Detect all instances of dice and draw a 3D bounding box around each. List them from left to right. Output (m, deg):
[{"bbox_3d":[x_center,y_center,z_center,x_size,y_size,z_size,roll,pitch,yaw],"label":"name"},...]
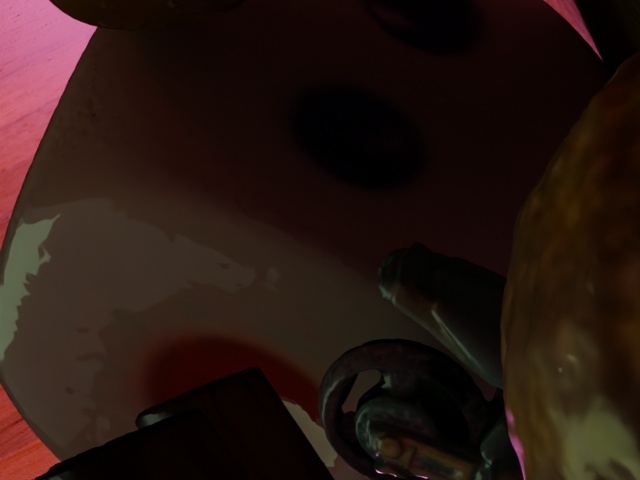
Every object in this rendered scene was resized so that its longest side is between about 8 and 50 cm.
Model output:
[{"bbox_3d":[0.000,0.000,1.143,0.304,0.277,0.304,24,-139,2],"label":"dice"}]

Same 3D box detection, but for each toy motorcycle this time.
[{"bbox_3d":[0.146,0.104,0.910,0.296,0.198,0.109,24,-143,1],"label":"toy motorcycle"}]

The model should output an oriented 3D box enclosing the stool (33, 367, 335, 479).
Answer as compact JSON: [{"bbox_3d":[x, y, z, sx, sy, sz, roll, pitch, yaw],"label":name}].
[{"bbox_3d":[0.083,0.121,0.703,0.310,0.310,0.226,6,-117,-86],"label":"stool"}]

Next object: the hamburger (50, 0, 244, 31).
[{"bbox_3d":[-0.064,-0.219,0.936,0.212,0.274,0.274,60,-176,8],"label":"hamburger"}]

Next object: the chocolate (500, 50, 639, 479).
[{"bbox_3d":[0.136,0.100,0.367,0.134,0.134,0.309,-39,-75,-85],"label":"chocolate"}]
